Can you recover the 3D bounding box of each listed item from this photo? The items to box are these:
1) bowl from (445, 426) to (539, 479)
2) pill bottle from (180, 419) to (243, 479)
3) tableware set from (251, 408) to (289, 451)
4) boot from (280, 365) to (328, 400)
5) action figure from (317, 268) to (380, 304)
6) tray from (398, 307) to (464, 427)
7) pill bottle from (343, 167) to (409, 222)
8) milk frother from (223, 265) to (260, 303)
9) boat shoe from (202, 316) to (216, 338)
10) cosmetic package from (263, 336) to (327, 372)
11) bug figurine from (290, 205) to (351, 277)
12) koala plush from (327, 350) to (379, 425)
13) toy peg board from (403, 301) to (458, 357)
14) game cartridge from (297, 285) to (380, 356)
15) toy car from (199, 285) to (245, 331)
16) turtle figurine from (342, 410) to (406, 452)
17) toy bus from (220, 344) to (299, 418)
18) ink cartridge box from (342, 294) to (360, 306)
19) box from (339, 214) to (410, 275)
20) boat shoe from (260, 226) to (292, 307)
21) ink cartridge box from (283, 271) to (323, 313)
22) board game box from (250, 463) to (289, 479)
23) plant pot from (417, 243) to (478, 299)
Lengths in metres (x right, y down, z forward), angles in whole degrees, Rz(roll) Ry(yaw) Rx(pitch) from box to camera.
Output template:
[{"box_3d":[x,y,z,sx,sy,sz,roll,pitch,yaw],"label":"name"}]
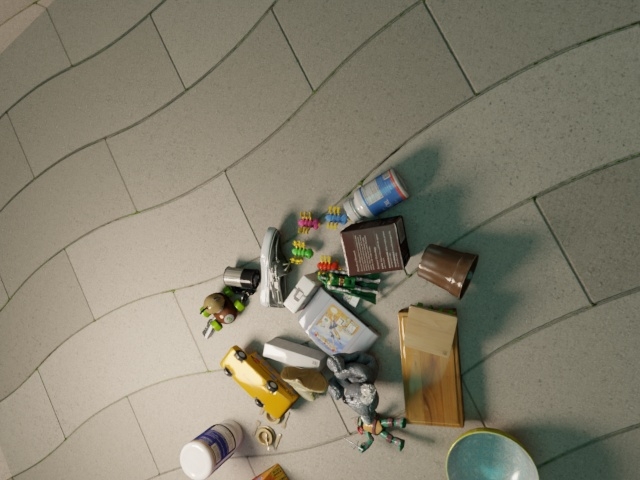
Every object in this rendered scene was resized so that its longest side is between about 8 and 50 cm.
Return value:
[{"box_3d":[0.582,0.758,1.554,0.289,0.156,0.289,2,94,21],"label":"bowl"},{"box_3d":[-0.440,0.854,1.886,0.153,0.264,0.153,1,92,21],"label":"pill bottle"},{"box_3d":[-0.218,0.782,1.918,0.128,0.039,0.194,23,101,18],"label":"tableware set"},{"box_3d":[-0.035,0.567,1.766,0.213,0.077,0.165,4,140,36],"label":"boot"},{"box_3d":[0.104,0.155,1.701,0.232,0.063,0.137,8,78,-2],"label":"action figure"},{"box_3d":[0.399,0.457,1.649,0.203,0.076,0.411,-4,93,21],"label":"tray"},{"box_3d":[0.200,-0.156,1.659,0.221,0.124,0.124,-31,82,21],"label":"pill bottle"},{"box_3d":[-0.335,0.181,1.870,0.134,0.143,0.129,4,102,18],"label":"milk frother"},{"box_3d":[-0.475,0.365,1.985,0.040,0.049,0.142,35,107,16],"label":"boat shoe"},{"box_3d":[-0.100,0.457,1.824,0.239,0.099,0.060,13,100,20],"label":"cosmetic package"},{"box_3d":[0.000,0.000,1.769,0.216,0.072,0.279,12,92,13],"label":"bug figurine"},{"box_3d":[0.144,0.534,1.648,0.203,0.221,0.196,-9,124,-13],"label":"koala plush"},{"box_3d":[0.384,0.299,1.578,0.161,0.079,0.161,13,113,20],"label":"toy peg board"},{"box_3d":[0.062,0.343,1.777,0.297,0.062,0.198,39,101,13],"label":"game cartridge"},{"box_3d":[-0.420,0.272,1.861,0.155,0.188,0.149,-42,78,-4],"label":"toy car"},{"box_3d":[0.201,0.700,1.715,0.234,0.118,0.175,2,98,26],"label":"turtle figurine"},{"box_3d":[-0.248,0.568,1.867,0.332,0.130,0.108,40,107,14],"label":"toy bus"},{"box_3d":[0.134,0.191,1.755,0.063,0.029,0.115,27,102,17],"label":"ink cartridge box"},{"box_3d":[0.199,0.017,1.636,0.203,0.168,0.167,-9,100,21],"label":"box"},{"box_3d":[-0.169,0.111,1.831,0.119,0.121,0.335,6,106,12],"label":"boat shoe"},{"box_3d":[-0.062,0.202,1.786,0.063,0.109,0.150,39,105,16],"label":"ink cartridge box"},{"box_3d":[-0.268,1.197,1.792,0.356,0.356,0.356,-40,80,18],"label":"board game box"},{"box_3d":[0.434,0.098,1.575,0.165,0.167,0.167,22,101,25],"label":"plant pot"}]
